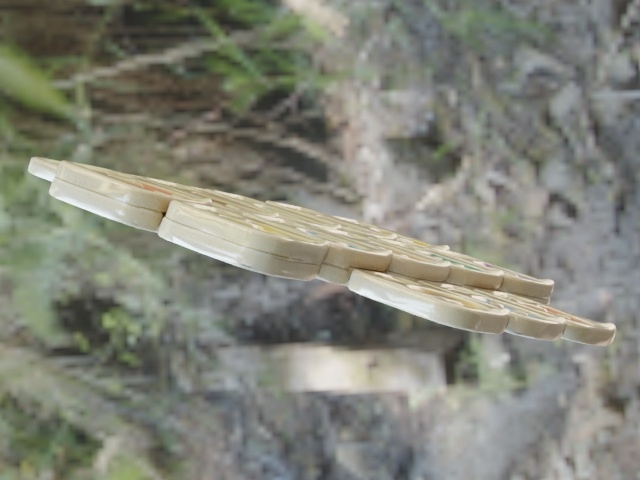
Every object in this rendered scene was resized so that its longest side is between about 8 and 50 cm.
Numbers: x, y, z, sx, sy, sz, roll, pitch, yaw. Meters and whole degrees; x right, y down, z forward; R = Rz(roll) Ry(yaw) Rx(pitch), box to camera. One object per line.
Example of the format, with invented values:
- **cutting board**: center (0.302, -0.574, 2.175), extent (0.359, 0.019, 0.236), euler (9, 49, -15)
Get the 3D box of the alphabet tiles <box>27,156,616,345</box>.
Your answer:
- **alphabet tiles**: center (0.000, 0.000, 0.979), extent (0.278, 0.284, 0.021), euler (20, 95, 34)
